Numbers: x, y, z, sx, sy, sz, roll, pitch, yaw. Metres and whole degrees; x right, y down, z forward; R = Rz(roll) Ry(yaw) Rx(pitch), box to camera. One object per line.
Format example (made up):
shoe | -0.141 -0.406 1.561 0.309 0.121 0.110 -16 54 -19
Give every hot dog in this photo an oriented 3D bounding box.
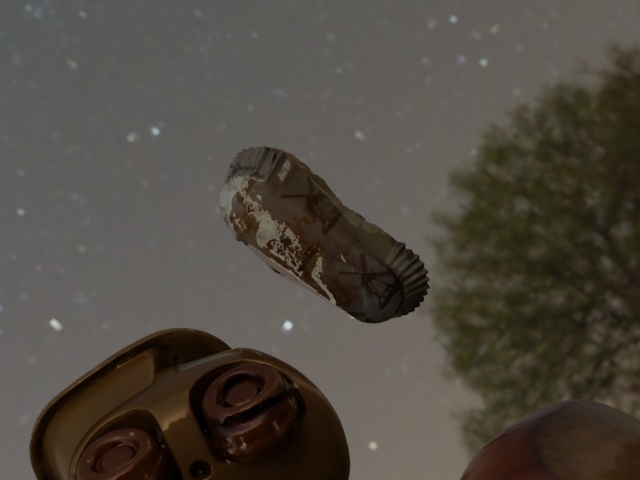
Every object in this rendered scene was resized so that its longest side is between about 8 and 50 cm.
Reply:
hot dog | 0.000 0.000 1.687 0.069 0.253 0.131 -50 -5 -50

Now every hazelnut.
hazelnut | 0.185 0.215 1.206 0.214 0.176 0.214 -11 -21 -4

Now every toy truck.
toy truck | -0.121 0.215 1.502 0.288 0.211 0.204 -27 -61 -5
